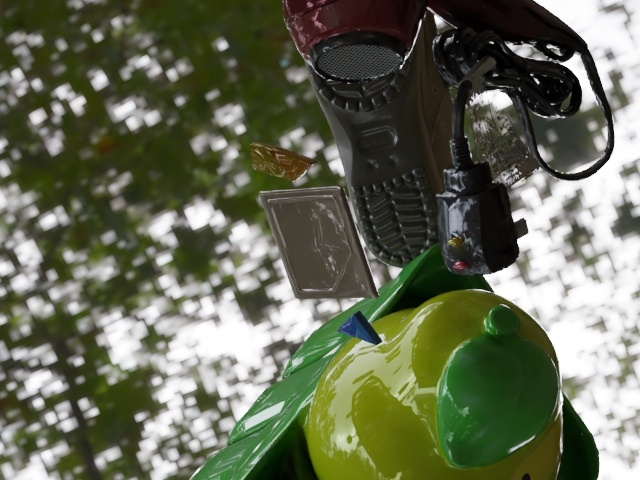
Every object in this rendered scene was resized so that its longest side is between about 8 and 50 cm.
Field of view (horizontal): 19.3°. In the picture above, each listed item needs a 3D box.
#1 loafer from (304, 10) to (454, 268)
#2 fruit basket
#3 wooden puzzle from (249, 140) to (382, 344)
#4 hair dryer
[{"bbox_3d":[0.055,-0.114,1.489,0.092,0.102,0.268,-25,-72,-65],"label":"loafer"},{"bbox_3d":[0.071,0.174,1.337,0.283,0.392,0.392,54,-145,-18],"label":"fruit basket"},{"bbox_3d":[0.000,0.000,1.051,0.014,0.078,0.116,-31,-63,-38],"label":"wooden puzzle"},{"bbox_3d":[0.055,-0.135,1.039,0.293,0.080,0.223,65,-149,-13],"label":"hair dryer"}]
